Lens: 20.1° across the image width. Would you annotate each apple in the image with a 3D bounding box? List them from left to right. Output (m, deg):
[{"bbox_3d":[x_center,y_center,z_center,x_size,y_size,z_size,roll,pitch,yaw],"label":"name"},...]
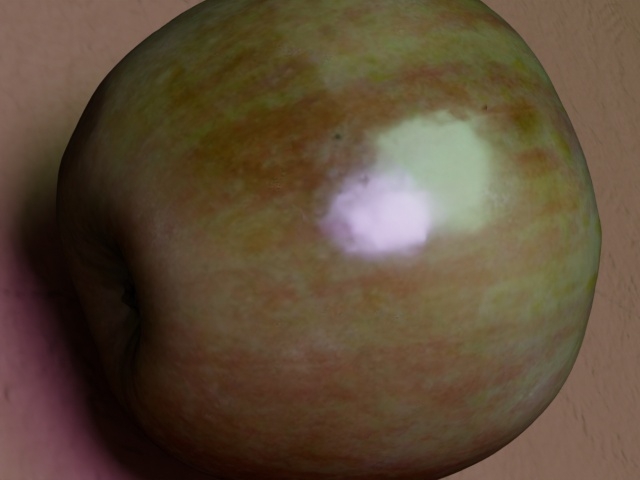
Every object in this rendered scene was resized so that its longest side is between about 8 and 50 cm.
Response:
[{"bbox_3d":[0.000,0.000,0.856,0.234,0.257,0.257,-20,73,-22],"label":"apple"}]
